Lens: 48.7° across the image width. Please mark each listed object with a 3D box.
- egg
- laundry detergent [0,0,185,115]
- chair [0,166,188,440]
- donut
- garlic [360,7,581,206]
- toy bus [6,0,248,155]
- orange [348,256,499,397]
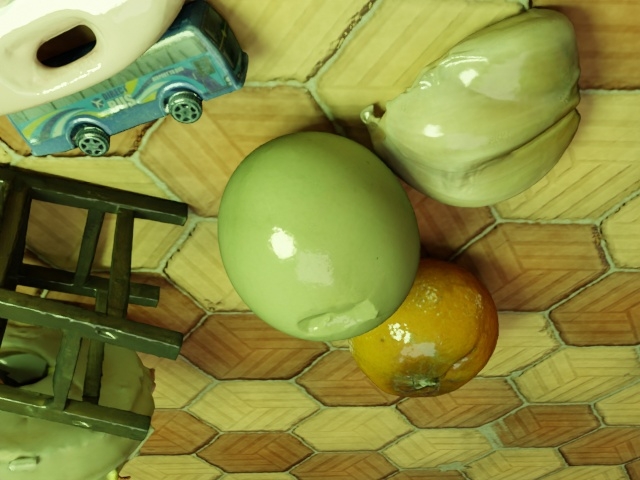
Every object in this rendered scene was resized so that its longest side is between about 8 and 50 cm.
[{"bbox_3d":[0.000,0.000,0.786,0.219,0.219,0.269,-19,137,19],"label":"egg"},{"bbox_3d":[-0.203,-0.213,0.594,0.334,0.088,0.159,-15,114,14],"label":"laundry detergent"},{"bbox_3d":[-0.376,0.051,0.792,0.415,0.241,0.203,12,132,-19],"label":"chair"},{"bbox_3d":[-0.406,0.215,0.911,0.382,0.383,0.143,10,115,-16],"label":"donut"},{"bbox_3d":[0.166,-0.113,0.749,0.227,0.110,0.217,-16,143,15],"label":"garlic"},{"bbox_3d":[-0.192,-0.154,0.691,0.236,0.079,0.094,-16,138,15],"label":"toy bus"},{"bbox_3d":[0.144,0.127,0.994,0.223,0.170,0.224,-1,143,-1],"label":"orange"}]
